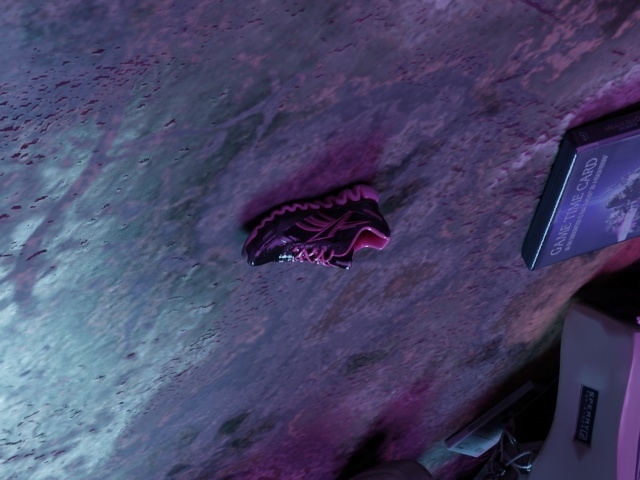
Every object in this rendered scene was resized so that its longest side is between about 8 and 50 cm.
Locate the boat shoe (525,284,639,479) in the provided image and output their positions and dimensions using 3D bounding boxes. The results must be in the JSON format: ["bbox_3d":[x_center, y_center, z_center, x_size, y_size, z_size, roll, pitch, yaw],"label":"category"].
[{"bbox_3d":[0.315,0.204,1.815,0.158,0.127,0.341,-9,117,-44],"label":"boat shoe"}]

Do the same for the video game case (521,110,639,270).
[{"bbox_3d":[0.321,-0.068,1.539,0.274,0.026,0.196,-16,151,-16],"label":"video game case"}]

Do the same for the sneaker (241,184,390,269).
[{"bbox_3d":[0.000,0.000,1.302,0.119,0.057,0.047,-20,154,-20],"label":"sneaker"}]

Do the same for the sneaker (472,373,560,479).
[{"bbox_3d":[0.210,0.246,1.896,0.281,0.105,0.115,-51,136,-9],"label":"sneaker"}]

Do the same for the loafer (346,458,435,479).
[{"bbox_3d":[0.071,0.313,1.902,0.111,0.112,0.319,-24,162,-27],"label":"loafer"}]

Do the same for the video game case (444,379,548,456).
[{"bbox_3d":[0.204,0.200,1.942,0.122,0.011,0.087,-38,153,15],"label":"video game case"}]
